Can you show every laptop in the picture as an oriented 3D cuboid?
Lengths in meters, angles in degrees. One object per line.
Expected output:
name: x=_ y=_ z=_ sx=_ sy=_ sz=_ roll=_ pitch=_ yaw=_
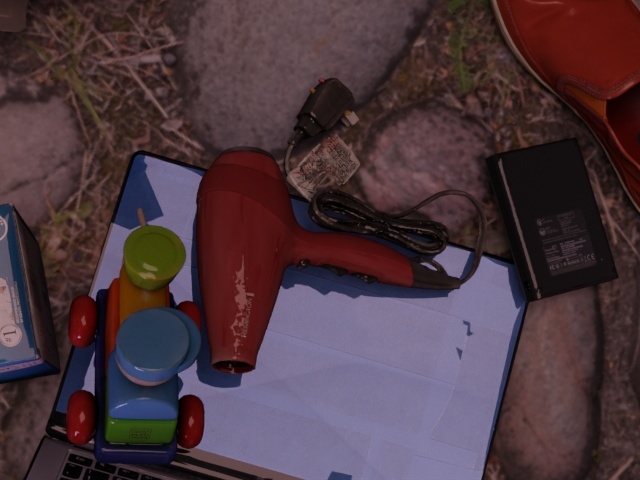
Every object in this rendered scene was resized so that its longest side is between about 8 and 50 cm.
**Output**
laptop: x=-0.032 y=0.155 z=1.212 sx=0.382 sy=0.408 sz=0.236 roll=16 pitch=115 yaw=-3

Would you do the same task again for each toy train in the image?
toy train: x=-0.138 y=0.035 z=1.167 sx=0.105 sy=0.143 sz=0.248 roll=4 pitch=55 yaw=-13

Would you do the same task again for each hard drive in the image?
hard drive: x=0.208 y=-0.020 z=1.346 sx=0.094 sy=0.022 sz=0.135 roll=-13 pitch=84 yaw=-26

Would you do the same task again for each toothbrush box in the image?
toothbrush box: x=-0.369 y=0.069 z=1.192 sx=0.295 sy=0.216 sz=0.126 roll=-11 pitch=83 yaw=-6

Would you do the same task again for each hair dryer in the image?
hair dryer: x=0.000 y=0.000 z=1.265 sx=0.223 sy=0.080 sz=0.293 roll=43 pitch=63 yaw=7

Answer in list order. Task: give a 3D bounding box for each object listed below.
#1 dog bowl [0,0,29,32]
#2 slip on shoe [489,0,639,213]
dog bowl: x=-0.175 y=-0.314 z=1.209 sx=0.349 sy=0.349 sz=0.102 roll=-28 pitch=73 yaw=-9
slip on shoe: x=0.266 y=-0.151 z=1.344 sx=0.123 sy=0.101 sz=0.331 roll=-32 pitch=85 yaw=-7
